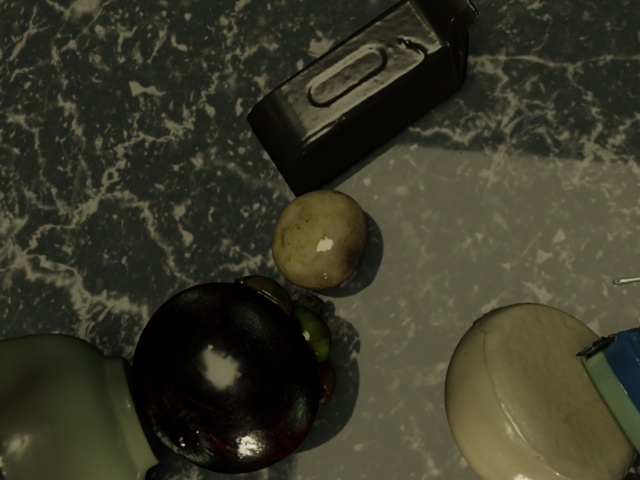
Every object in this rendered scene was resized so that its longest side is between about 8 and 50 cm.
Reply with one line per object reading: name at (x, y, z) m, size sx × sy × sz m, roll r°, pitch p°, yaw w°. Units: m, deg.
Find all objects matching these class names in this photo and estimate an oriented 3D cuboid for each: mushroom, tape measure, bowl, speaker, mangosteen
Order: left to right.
bowl at (-0.361, 0.290, 1.200) m, size 0.185 × 0.354 × 0.353 m, roll -20°, pitch 76°, yaw -10°
mangosteen at (-0.131, 0.191, 1.184) m, size 0.300 × 0.300 × 0.300 m, roll -2°, pitch 81°, yaw 14°
mushroom at (0.000, 0.000, 1.250) m, size 0.166 × 0.127 × 0.166 m, roll -15°, pitch 59°, yaw 26°
speaker at (0.058, -0.256, 1.243) m, size 0.388 × 0.184 × 0.180 m, roll -35°, pitch 75°, yaw 8°
tape measure at (0.491, 0.263, 0.991) m, size 0.098 × 0.215 × 0.351 m, roll -50°, pitch 55°, yaw 43°

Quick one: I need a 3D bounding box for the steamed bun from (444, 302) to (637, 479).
steamed bun at (0.287, 0.235, 1.079) m, size 0.283 × 0.283 × 0.177 m, roll 55°, pitch 136°, yaw 15°

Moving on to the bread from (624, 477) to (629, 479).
bread at (0.442, 0.456, 1.095) m, size 0.315 × 0.279 × 0.248 m, roll 2°, pitch 80°, yaw -29°

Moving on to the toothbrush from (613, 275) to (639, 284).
toothbrush at (0.505, 0.053, 1.169) m, size 0.131 × 0.013 × 0.011 m, roll -9°, pitch 74°, yaw 15°
